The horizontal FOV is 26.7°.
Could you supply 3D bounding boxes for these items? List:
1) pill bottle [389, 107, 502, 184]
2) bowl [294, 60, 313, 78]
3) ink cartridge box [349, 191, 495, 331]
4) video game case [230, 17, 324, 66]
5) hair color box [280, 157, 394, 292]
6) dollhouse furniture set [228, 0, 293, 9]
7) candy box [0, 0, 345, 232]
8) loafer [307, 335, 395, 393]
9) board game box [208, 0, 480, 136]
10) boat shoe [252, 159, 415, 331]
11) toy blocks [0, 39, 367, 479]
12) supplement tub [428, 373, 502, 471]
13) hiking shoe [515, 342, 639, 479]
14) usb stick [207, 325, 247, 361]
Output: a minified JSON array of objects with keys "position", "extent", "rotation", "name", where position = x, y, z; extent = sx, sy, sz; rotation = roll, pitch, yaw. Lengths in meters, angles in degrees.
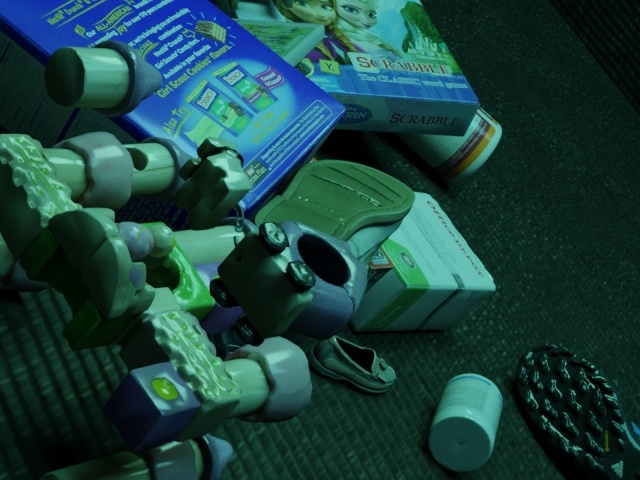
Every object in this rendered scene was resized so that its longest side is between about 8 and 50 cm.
[{"position":[0.155,-0.195,2.015],"extent":[0.221,0.121,0.121],"rotation":[40,24,-12],"name":"pill bottle"},{"position":[-0.093,-0.164,1.575],"extent":[0.170,0.080,0.170],"rotation":[1,20,0],"name":"bowl"},{"position":[0.088,0.022,1.591],"extent":[0.219,0.092,0.160],"rotation":[6,45,-56],"name":"ink cartridge box"},{"position":[-0.111,-0.237,1.622],"extent":[0.193,0.023,0.212],"rotation":[5,21,11],"name":"video game case"},{"position":[-0.007,-0.006,1.480],"extent":[0.167,0.093,0.053],"rotation":[53,26,19],"name":"hair color box"},{"position":[-0.132,-0.388,1.745],"extent":[0.184,0.129,0.129],"rotation":[-4,42,-13],"name":"dollhouse furniture set"},{"position":[-0.168,-0.144,1.323],"extent":[0.317,0.122,0.268],"rotation":[40,34,1],"name":"candy box"},{"position":[0.041,0.128,1.407],"extent":[0.125,0.039,0.045],"rotation":[21,33,-44],"name":"loafer"},{"position":[0.018,-0.276,1.848],"extent":[0.319,0.066,0.318],"rotation":[1,45,-28],"name":"board game box"},{"position":[0.000,0.000,1.338],"extent":[0.113,0.103,0.302],"rotation":[28,25,17],"name":"boat shoe"},{"position":[-0.096,0.017,1.022],"extent":[0.260,0.309,0.288],"rotation":[-6,56,-53],"name":"toy blocks"},{"position":[0.157,0.195,1.453],"extent":[0.071,0.071,0.107],"rotation":[44,24,-3],"name":"supplement tub"},{"position":[0.351,0.260,1.666],"extent":[0.304,0.113,0.132],"rotation":[49,-7,24],"name":"hiking shoe"},{"position":[-0.100,0.033,1.325],"extent":[0.077,0.045,0.278],"rotation":[36,24,-38],"name":"usb stick"}]
